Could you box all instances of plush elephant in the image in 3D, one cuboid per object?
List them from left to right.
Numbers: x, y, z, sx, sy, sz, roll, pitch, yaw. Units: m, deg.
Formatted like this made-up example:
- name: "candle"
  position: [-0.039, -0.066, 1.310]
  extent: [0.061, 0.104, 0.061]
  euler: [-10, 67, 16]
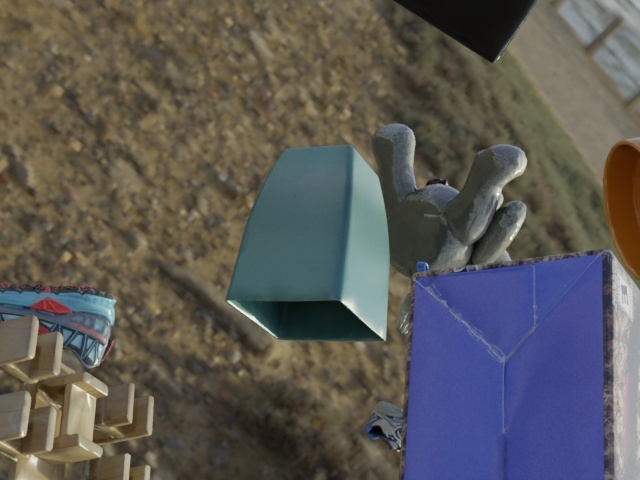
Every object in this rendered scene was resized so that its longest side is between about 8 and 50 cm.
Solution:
- name: "plush elephant"
  position: [0.231, -0.002, 1.937]
  extent: [0.271, 0.330, 0.255]
  euler: [6, -4, 36]

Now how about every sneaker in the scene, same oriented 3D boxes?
- name: "sneaker"
  position: [-0.392, 0.116, 1.513]
  extent: [0.261, 0.125, 0.104]
  euler: [1, -4, 0]
- name: "sneaker"
  position: [0.114, 0.259, 1.605]
  extent: [0.058, 0.135, 0.052]
  euler: [-47, 123, -32]

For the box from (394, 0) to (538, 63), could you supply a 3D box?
- name: "box"
  position: [0.040, -0.249, 0.842]
  extent: [0.261, 0.103, 0.184]
  euler: [32, 23, -4]

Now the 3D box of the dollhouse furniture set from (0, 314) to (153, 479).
- name: "dollhouse furniture set"
  position: [-0.289, 0.227, 1.148]
  extent: [0.212, 0.161, 0.242]
  euler: [47, 35, -52]

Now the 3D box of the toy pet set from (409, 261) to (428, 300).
- name: "toy pet set"
  position: [0.122, 0.097, 1.074]
  extent: [0.114, 0.065, 0.122]
  euler: [-73, 152, -47]

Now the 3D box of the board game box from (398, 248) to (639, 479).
- name: "board game box"
  position: [0.179, 0.174, 0.849]
  extent: [0.291, 0.141, 0.232]
  euler: [40, 49, -51]

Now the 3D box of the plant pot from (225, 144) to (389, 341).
- name: "plant pot"
  position: [0.000, 0.000, 1.620]
  extent: [0.166, 0.165, 0.234]
  euler: [45, 50, -56]

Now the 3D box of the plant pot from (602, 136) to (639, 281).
- name: "plant pot"
  position: [0.525, -0.056, 1.683]
  extent: [0.205, 0.187, 0.205]
  euler: [168, -90, -80]
